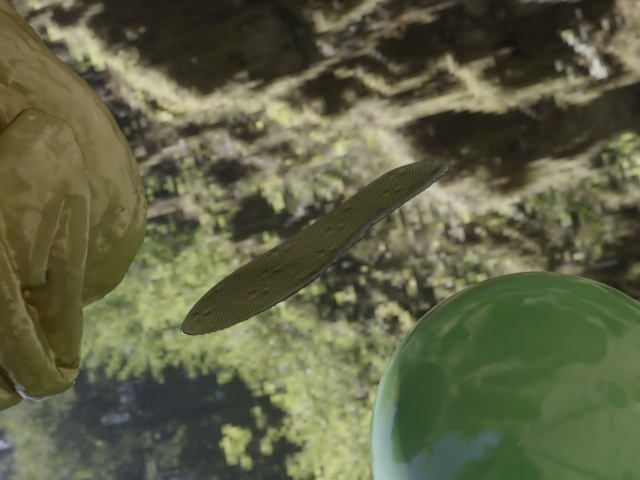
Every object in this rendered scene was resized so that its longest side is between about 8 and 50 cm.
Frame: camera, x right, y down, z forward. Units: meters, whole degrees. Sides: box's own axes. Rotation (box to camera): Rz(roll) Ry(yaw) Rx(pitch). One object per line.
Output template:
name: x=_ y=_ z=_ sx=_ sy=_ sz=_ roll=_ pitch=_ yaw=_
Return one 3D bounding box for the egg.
egg: x=0.141 y=0.130 z=0.927 sx=0.270 sy=0.220 sz=0.220 roll=-89 pitch=-17 yaw=-85

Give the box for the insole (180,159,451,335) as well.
insole: x=0.000 y=0.000 z=1.186 sx=0.322 sy=0.109 sz=0.007 roll=-36 pitch=-66 yaw=-40

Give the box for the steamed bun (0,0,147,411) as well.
steamed bun: x=-0.259 y=0.013 z=1.021 sx=0.372 sy=0.230 sz=0.325 roll=-63 pitch=-5 yaw=3
